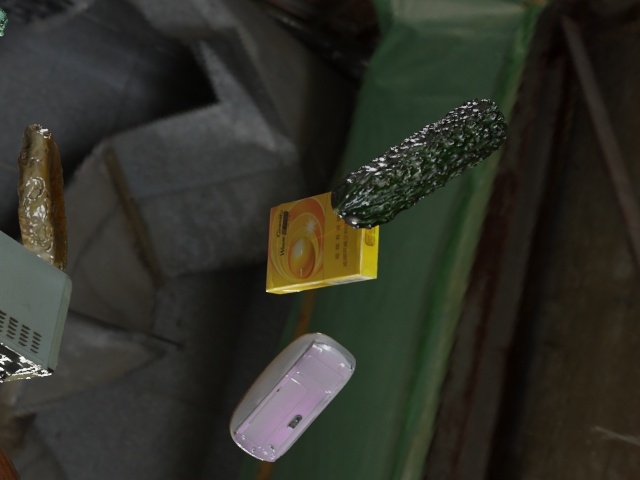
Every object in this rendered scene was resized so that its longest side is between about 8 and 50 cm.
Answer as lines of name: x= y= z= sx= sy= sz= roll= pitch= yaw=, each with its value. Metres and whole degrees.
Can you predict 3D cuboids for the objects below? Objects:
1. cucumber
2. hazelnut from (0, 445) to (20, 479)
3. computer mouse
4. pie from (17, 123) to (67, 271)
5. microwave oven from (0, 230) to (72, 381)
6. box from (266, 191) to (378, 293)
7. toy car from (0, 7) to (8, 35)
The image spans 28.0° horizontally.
cucumber: x=0.136 y=-0.101 z=1.849 sx=0.359 sy=0.096 sz=0.096 roll=-34 pitch=-177 yaw=-38
hazelnut: x=-0.364 y=0.261 z=1.199 sx=0.176 sy=0.214 sz=0.214 roll=-55 pitch=-152 yaw=35
computer mouse: x=-0.047 y=0.260 z=2.144 sx=0.245 sy=0.126 sz=0.056 roll=-51 pitch=-160 yaw=9
pie: x=-0.346 y=-0.052 z=1.596 sx=0.195 sy=0.046 sz=0.195 roll=174 pitch=-90 yaw=-86
microwave oven: x=-0.385 y=0.078 z=1.311 sx=0.205 sy=0.163 sz=0.129 roll=-11 pitch=-121 yaw=29
box: x=0.000 y=0.000 z=2.099 sx=0.269 sy=0.043 sz=0.152 roll=-13 pitch=-110 yaw=53
toy car: x=-0.487 y=-0.289 z=1.709 sx=0.054 sy=0.143 sz=0.073 roll=81 pitch=32 yaw=-61
